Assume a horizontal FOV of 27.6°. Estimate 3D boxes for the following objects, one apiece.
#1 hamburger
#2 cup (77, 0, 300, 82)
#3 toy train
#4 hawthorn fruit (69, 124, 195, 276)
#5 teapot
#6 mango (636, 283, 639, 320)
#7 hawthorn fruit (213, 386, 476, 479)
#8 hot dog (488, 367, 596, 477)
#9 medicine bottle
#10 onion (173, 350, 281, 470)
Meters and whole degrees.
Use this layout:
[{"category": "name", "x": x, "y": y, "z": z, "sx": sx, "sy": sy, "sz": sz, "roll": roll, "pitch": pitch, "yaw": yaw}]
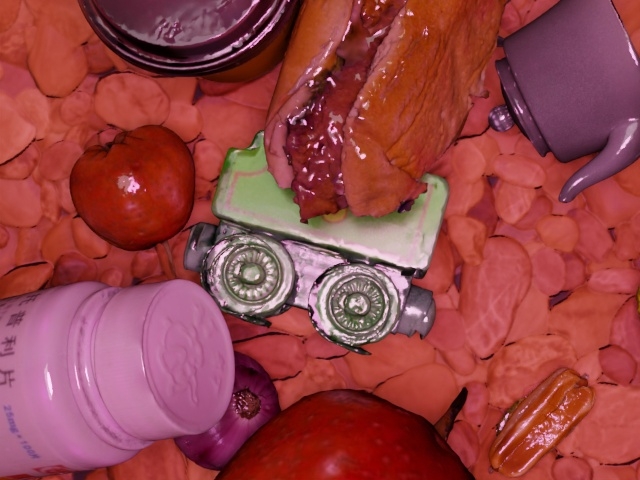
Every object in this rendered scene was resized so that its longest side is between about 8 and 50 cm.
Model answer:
[{"category": "hamburger", "x": 0.059, "y": -0.173, "z": 1.141, "sx": 0.155, "sy": 0.282, "sz": 0.245, "roll": 17, "pitch": 123, "yaw": 29}, {"category": "cup", "x": -0.101, "y": -0.227, "z": 1.159, "sx": 0.196, "sy": 0.280, "sz": 0.196, "roll": 0, "pitch": 88, "yaw": 5}, {"category": "toy train", "x": 0.000, "y": 0.000, "z": 1.217, "sx": 0.243, "sy": 0.132, "sz": 0.188, "roll": 15, "pitch": 85, "yaw": 5}, {"category": "hawthorn fruit", "x": -0.171, "y": -0.049, "z": 1.246, "sx": 0.140, "sy": 0.125, "sz": 0.125, "roll": 32, "pitch": 92, "yaw": -26}, {"category": "teapot", "x": 0.219, "y": -0.147, "z": 1.197, "sx": 0.149, "sy": 0.162, "sz": 0.239, "roll": -27, "pitch": 60, "yaw": 16}, {"category": "mango", "x": 0.368, "y": 0.078, "z": 1.188, "sx": 0.119, "sy": 0.100, "sz": 0.178, "roll": -33, "pitch": 93, "yaw": 40}, {"category": "hawthorn fruit", "x": 0.039, "y": 0.244, "z": 1.162, "sx": 0.254, "sy": 0.254, "sz": 0.300, "roll": 40, "pitch": 65, "yaw": 6}, {"category": "hot dog", "x": 0.205, "y": 0.172, "z": 1.233, "sx": 0.133, "sy": 0.041, "sz": 0.056, "roll": -44, "pitch": 84, "yaw": -5}, {"category": "medicine bottle", "x": -0.235, "y": 0.127, "z": 1.174, "sx": 0.293, "sy": 0.170, "sz": 0.170, "roll": -12, "pitch": 86, "yaw": 27}, {"category": "onion", "x": -0.092, "y": 0.164, "z": 1.240, "sx": 0.115, "sy": 0.104, "sz": 0.115, "roll": 11, "pitch": 65, "yaw": -24}]
